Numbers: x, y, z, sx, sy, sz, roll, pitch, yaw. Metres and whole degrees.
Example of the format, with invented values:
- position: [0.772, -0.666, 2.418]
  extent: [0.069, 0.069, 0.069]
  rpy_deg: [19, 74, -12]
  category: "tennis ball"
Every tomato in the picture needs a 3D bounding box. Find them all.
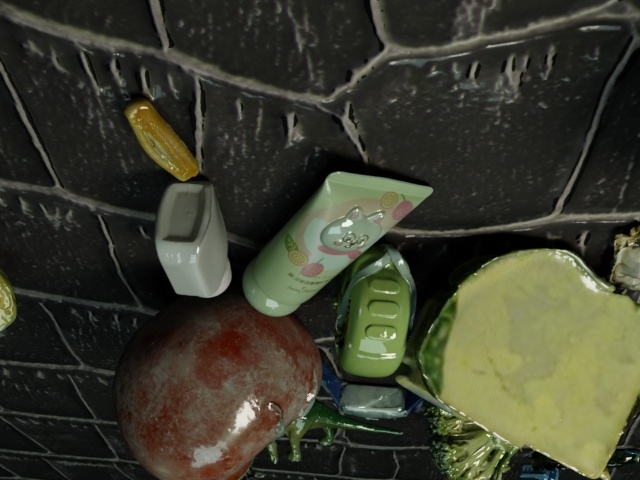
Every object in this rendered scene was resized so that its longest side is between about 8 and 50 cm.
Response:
- position: [-0.152, 0.218, 1.242]
  extent: [0.282, 0.317, 0.316]
  rpy_deg: [46, 148, 6]
  category: "tomato"

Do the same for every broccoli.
- position: [0.383, 0.352, 1.558]
  extent: [0.362, 0.221, 0.252]
  rpy_deg: [-6, 116, 16]
  category: "broccoli"

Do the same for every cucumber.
- position: [0.621, 0.513, 1.941]
  extent: [0.257, 0.043, 0.044]
  rpy_deg: [-11, 153, 25]
  category: "cucumber"

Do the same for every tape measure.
- position: [0.074, 0.099, 1.129]
  extent: [0.106, 0.175, 0.200]
  rpy_deg: [7, 151, -9]
  category: "tape measure"

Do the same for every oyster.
- position: [0.429, 0.034, 1.084]
  extent: [0.108, 0.053, 0.165]
  rpy_deg: [15, 163, 21]
  category: "oyster"

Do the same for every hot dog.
- position: [-0.180, -0.112, 0.933]
  extent: [0.044, 0.028, 0.137]
  rpy_deg: [-29, 147, 6]
  category: "hot dog"

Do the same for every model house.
- position: [0.271, 0.151, 1.189]
  extent: [0.321, 0.261, 0.266]
  rpy_deg: [29, 172, -9]
  category: "model house"

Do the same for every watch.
- position: [0.067, 0.255, 1.529]
  extent: [0.276, 0.068, 0.274]
  rpy_deg: [9, 152, -5]
  category: "watch"

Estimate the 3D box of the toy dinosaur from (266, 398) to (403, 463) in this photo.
- position: [-0.074, 0.269, 1.529]
  extent: [0.447, 0.087, 0.300]
  rpy_deg: [-3, 116, 1]
  category: "toy dinosaur"

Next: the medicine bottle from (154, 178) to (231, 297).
- position: [-0.157, 0.008, 1.055]
  extent: [0.069, 0.119, 0.183]
  rpy_deg: [2, 153, 5]
  category: "medicine bottle"

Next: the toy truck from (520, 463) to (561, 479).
- position: [0.550, 0.586, 2.082]
  extent: [0.090, 0.056, 0.073]
  rpy_deg: [20, 146, -1]
  category: "toy truck"

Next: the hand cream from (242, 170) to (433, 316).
- position: [0.000, 0.000, 1.066]
  extent: [0.147, 0.093, 0.306]
  rpy_deg: [8, 147, -31]
  category: "hand cream"

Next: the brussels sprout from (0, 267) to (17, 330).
- position: [-0.536, 0.074, 1.242]
  extent: [0.149, 0.122, 0.151]
  rpy_deg: [23, 112, -43]
  category: "brussels sprout"
